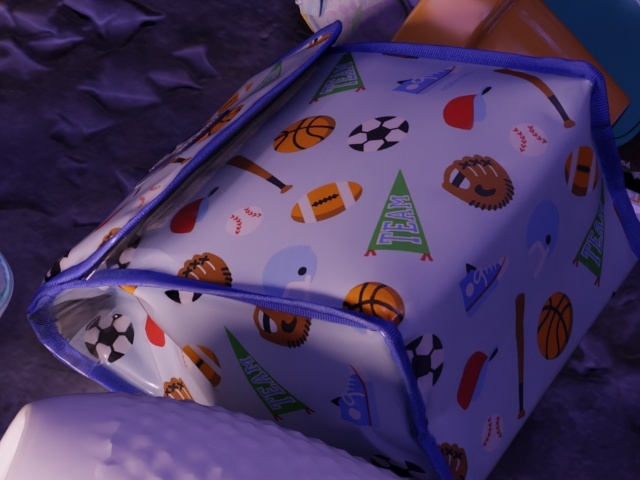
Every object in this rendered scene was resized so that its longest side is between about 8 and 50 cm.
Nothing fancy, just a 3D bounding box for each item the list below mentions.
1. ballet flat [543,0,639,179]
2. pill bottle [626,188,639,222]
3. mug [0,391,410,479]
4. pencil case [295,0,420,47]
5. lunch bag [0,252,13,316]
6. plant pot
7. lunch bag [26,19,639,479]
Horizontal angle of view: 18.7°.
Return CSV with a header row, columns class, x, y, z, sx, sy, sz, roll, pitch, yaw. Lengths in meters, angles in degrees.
class,x,y,z,sx,sy,sz,roll,pitch,yaw
ballet flat,0.326,-0.104,1.777,0.147,0.147,0.409,-32,71,-32
pill bottle,0.265,-0.027,1.745,0.083,0.043,0.043,24,52,2
mug,-0.097,0.290,1.266,0.328,0.276,0.374,26,84,-11
pencil case,0.074,-0.293,1.841,0.124,0.113,0.273,8,49,22
lunch bag,-0.366,0.063,1.392,0.224,0.108,0.279,45,52,-8
plant pot,0.157,-0.126,1.691,0.188,0.205,0.205,37,54,6
lunch bag,0.000,0.000,1.512,0.385,0.239,0.328,11,44,37
